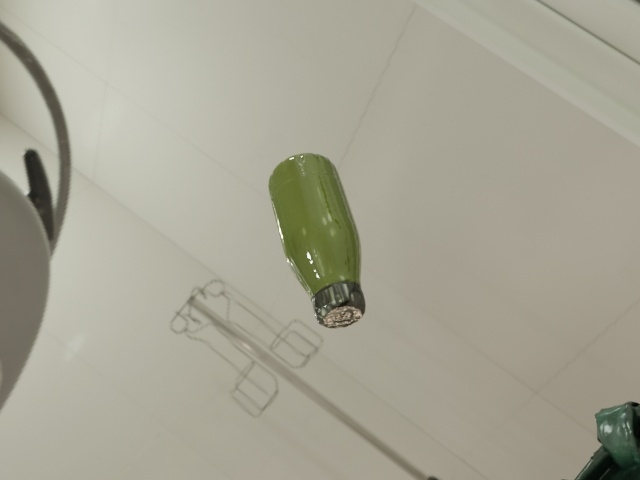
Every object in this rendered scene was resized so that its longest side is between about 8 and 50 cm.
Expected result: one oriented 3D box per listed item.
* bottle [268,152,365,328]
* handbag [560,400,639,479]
[{"bbox_3d":[0.000,0.000,1.034,0.112,0.260,0.112,-11,-35,-8],"label":"bottle"},{"bbox_3d":[0.261,0.250,0.635,0.238,0.089,0.326,24,-72,-45],"label":"handbag"}]
